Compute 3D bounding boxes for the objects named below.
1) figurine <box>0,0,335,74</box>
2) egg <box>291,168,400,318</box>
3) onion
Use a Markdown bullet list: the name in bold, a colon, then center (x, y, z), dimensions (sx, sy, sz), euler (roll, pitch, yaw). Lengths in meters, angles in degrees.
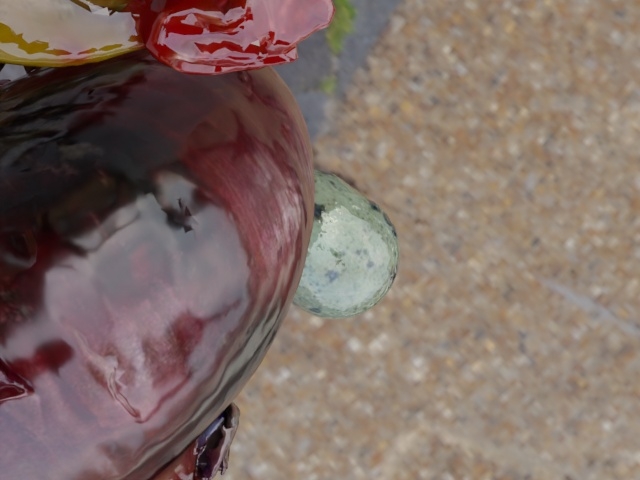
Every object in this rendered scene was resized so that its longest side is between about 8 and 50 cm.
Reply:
- **figurine**: center (-0.092, -0.161, 0.451), dimensions (0.401, 0.387, 0.268), euler (-14, 90, -18)
- **egg**: center (0.000, 0.000, 1.756), dimensions (0.141, 0.141, 0.181), euler (-45, 109, 3)
- **onion**: center (-0.137, 0.047, 0.916), dimensions (0.347, 0.347, 0.285), euler (-34, 111, -5)
